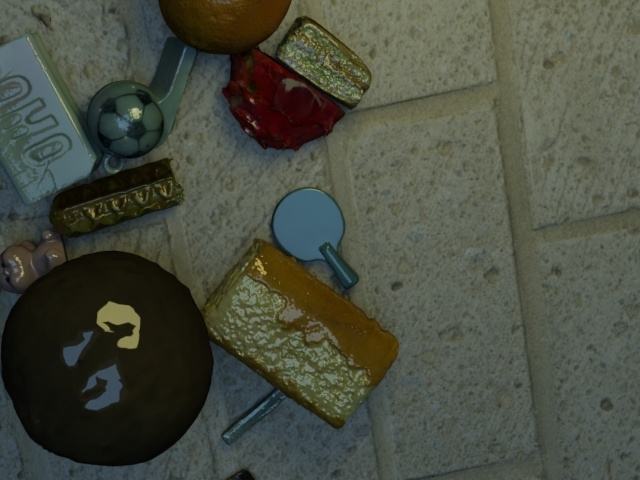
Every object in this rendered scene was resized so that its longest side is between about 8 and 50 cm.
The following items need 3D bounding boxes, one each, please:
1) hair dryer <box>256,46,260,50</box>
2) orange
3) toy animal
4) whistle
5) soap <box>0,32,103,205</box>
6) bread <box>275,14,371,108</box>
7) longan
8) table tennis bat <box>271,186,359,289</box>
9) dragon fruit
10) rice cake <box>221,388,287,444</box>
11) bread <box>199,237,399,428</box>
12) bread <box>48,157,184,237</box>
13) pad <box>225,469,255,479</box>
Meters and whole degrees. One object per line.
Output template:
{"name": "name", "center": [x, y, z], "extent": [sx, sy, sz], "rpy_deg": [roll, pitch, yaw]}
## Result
{"name": "hair dryer", "center": [-0.126, -0.371, 1.882], "extent": [0.047, 0.026, 0.083], "rpy_deg": [-28, 110, 3]}
{"name": "orange", "center": [-0.175, -0.465, 1.738], "extent": [0.264, 0.264, 0.264], "rpy_deg": [-1, 102, -5]}
{"name": "toy animal", "center": [-0.601, 0.062, 1.877], "extent": [0.213, 0.124, 0.124], "rpy_deg": [-19, 103, -5]}
{"name": "whistle", "center": [-0.358, -0.263, 1.815], "extent": [0.164, 0.163, 0.289], "rpy_deg": [19, 98, -9]}
{"name": "soap", "center": [-0.557, -0.233, 1.829], "extent": [0.173, 0.095, 0.289], "rpy_deg": [-26, 103, -1]}
{"name": "bread", "center": [0.012, -0.344, 1.843], "extent": [0.196, 0.138, 0.102], "rpy_deg": [36, 101, -9]}
{"name": "longan", "center": [-0.394, 0.220, 1.781], "extent": [0.404, 0.436, 0.403], "rpy_deg": [1, 76, -5]}
{"name": "table tennis bat", "center": [0.000, 0.000, 1.966], "extent": [0.149, 0.038, 0.237], "rpy_deg": [-38, 99, 0]}
{"name": "dragon fruit", "center": [-0.080, -0.271, 1.845], "extent": [0.262, 0.189, 0.163], "rpy_deg": [35, 70, -15]}
{"name": "rice cake", "center": [-0.142, 0.374, 2.031], "extent": [0.171, 0.029, 0.033], "rpy_deg": [-39, 99, 4]}
{"name": "bread", "center": [-0.045, 0.184, 1.932], "extent": [0.375, 0.165, 0.236], "rpy_deg": [36, 94, -10]}
{"name": "bread", "center": [-0.406, -0.080, 1.880], "extent": [0.270, 0.087, 0.098], "rpy_deg": [-18, 104, -2]}
{"name": "pad", "center": [-0.170, 0.628, 2.087], "extent": [0.174, 0.022, 0.233], "rpy_deg": [-35, 104, 1]}
